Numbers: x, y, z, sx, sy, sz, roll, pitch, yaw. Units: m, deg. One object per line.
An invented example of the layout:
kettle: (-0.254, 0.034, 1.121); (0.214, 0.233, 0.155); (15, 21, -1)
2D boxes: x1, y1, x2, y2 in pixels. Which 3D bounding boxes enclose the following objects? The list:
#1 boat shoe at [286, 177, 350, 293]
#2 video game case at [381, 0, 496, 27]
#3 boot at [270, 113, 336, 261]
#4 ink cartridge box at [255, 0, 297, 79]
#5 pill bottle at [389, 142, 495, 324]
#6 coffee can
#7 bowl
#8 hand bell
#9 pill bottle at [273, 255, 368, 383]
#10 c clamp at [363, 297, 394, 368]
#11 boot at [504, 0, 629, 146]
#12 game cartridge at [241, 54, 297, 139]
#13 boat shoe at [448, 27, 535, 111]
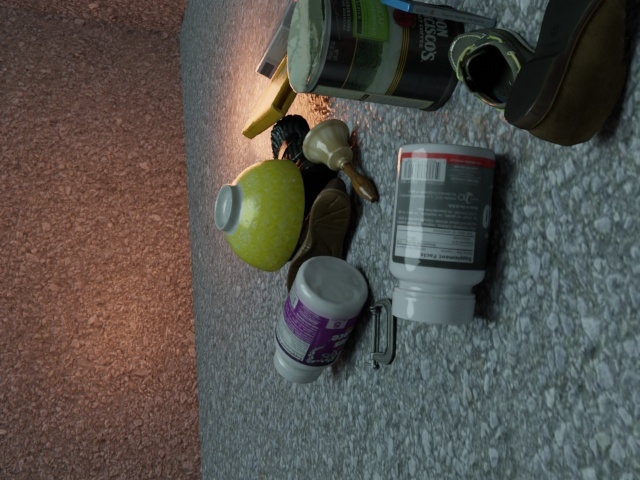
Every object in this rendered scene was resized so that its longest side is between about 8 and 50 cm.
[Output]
boat shoe: (0.000, 0.000, 1.856); (0.123, 0.123, 0.342); (-81, 5, -55)
video game case: (0.201, -0.394, 1.296); (0.119, 0.166, 0.015); (-127, 44, -59)
boot: (-0.083, -0.139, 2.036); (0.348, 0.131, 0.260); (-62, 37, 26)
ink cartridge box: (-0.097, -0.653, 2.277); (0.275, 0.060, 0.239); (-42, 25, 62)
pill bottle: (0.198, -0.012, 1.249); (0.161, 0.161, 0.283); (-169, 83, -69)
coffee can: (0.098, -0.357, 1.408); (0.201, 0.275, 0.202); (-177, 90, -69)
bowl: (-0.172, -0.071, 1.881); (0.289, 0.156, 0.290); (-24, 62, 58)
hand bell: (0.067, -0.164, 1.743); (0.242, 0.126, 0.126); (55, 138, 40)
pill bottle: (-0.012, 0.195, 1.753); (0.169, 0.169, 0.302); (-107, 29, -43)
c clamp: (0.122, 0.199, 1.606); (0.137, 0.022, 0.161); (-173, 86, -69)
boot: (0.357, -0.270, 0.988); (0.305, 0.115, 0.112); (-65, 16, 5)
game cartridge: (-0.102, -0.435, 2.094); (0.285, 0.052, 0.323); (-62, 18, -14)
boat shoe: (0.273, -0.275, 1.194); (0.305, 0.091, 0.109); (-122, 41, -57)
